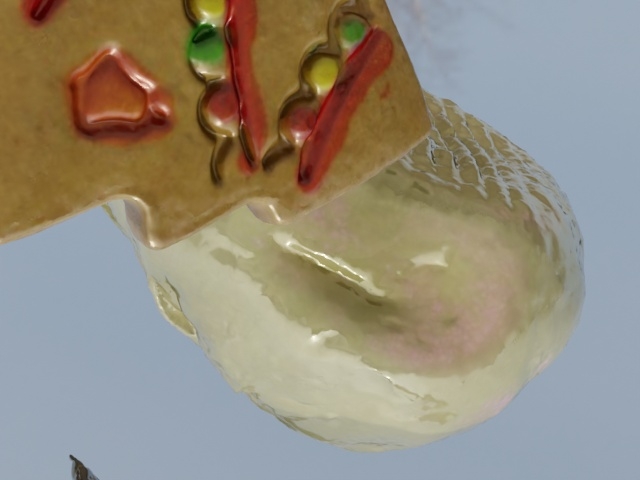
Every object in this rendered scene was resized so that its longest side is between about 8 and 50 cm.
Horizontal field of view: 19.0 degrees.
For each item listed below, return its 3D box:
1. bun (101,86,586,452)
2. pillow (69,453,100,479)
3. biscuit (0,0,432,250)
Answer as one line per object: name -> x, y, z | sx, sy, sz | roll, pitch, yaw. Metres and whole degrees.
bun -> 0.000, 0.000, 1.265 | 0.361, 0.213, 0.361 | 24, -165, -7
pillow -> -0.112, 0.297, 1.593 | 0.034, 0.189, 0.255 | -40, -129, -6
biscuit -> -0.051, -0.083, 0.806 | 0.238, 0.212, 0.041 | 18, 172, -26
